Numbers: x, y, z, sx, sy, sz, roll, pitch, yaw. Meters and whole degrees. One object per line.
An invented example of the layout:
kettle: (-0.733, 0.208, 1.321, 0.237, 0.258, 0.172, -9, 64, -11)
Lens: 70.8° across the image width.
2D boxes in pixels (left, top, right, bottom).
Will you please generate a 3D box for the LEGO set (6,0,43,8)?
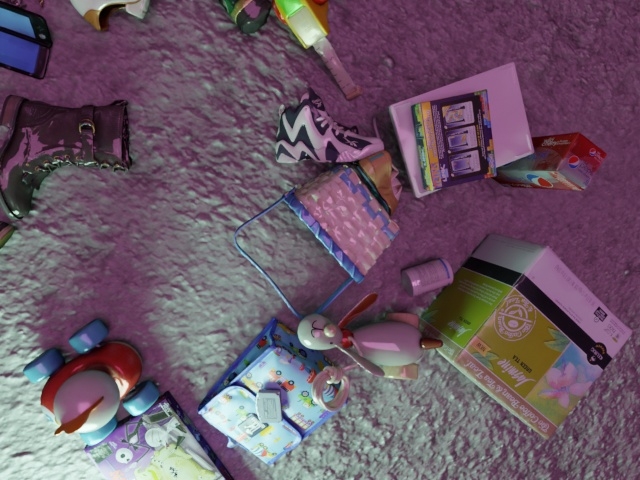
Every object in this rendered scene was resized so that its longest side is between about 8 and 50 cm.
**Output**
LEGO set: (-0.578, -0.467, 0.859, 0.083, 0.023, 0.054, -22, 102, -8)

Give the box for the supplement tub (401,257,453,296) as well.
supplement tub: (0.258, 0.088, 1.088, 0.107, 0.071, 0.071, -16, 101, -9)

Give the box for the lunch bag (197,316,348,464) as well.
lunch bag: (-0.120, 0.366, 1.036, 0.221, 0.138, 0.293, 40, 101, -14)

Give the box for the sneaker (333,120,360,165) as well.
sneaker: (0.074, -0.217, 1.012, 0.170, 0.051, 0.089, 16, 95, -2)

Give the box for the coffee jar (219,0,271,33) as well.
coffee jar: (-0.177, -0.511, 0.899, 0.079, 0.096, 0.184, -40, 104, -1)

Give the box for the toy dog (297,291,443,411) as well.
toy dog: (0.130, 0.220, 0.970, 0.334, 0.161, 0.220, -8, 80, -40)

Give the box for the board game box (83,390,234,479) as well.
board game box: (-0.347, 0.544, 1.041, 0.208, 0.056, 0.347, -31, 103, -2)

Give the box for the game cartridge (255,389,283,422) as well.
game cartridge: (-0.111, 0.355, 0.965, 0.056, 0.017, 0.083, -1, 112, 2)

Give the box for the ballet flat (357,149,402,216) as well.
ballet flat: (0.142, -0.117, 0.964, 0.073, 0.232, 0.080, -37, 67, 4)

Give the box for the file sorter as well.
file sorter: (0.278, -0.237, 0.993, 0.278, 0.173, 0.193, -21, 103, -8)

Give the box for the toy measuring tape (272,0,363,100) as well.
toy measuring tape: (-0.002, -0.458, 0.951, 0.121, 0.121, 0.330, -45, 121, -3)

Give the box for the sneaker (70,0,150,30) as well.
sneaker: (-0.338, -0.508, 0.860, 0.290, 0.106, 0.123, -28, 109, 11)

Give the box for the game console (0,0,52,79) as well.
game console: (-0.585, -0.382, 0.848, 0.122, 0.107, 0.071, 16, 66, -14)

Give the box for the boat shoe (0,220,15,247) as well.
boat shoe: (-0.704, 0.035, 0.876, 0.223, 0.080, 0.073, -42, 109, 1)

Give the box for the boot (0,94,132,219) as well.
boot: (-0.495, -0.161, 0.886, 0.229, 0.091, 0.263, 6, 95, -12)

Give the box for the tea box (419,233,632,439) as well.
tea box: (0.469, 0.215, 1.072, 0.329, 0.220, 0.323, 39, 90, -14)

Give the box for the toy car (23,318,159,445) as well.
toy car: (-0.468, 0.314, 0.883, 0.210, 0.238, 0.219, -34, 103, -5)

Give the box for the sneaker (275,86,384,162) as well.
sneaker: (0.014, -0.244, 0.942, 0.235, 0.094, 0.153, 3, 107, 23)

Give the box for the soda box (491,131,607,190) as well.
soda box: (0.480, -0.172, 0.997, 0.083, 0.263, 0.092, 30, 91, -16)

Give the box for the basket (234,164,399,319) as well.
basket: (0.000, 0.000, 0.954, 0.289, 0.201, 0.255, -39, 106, -4)

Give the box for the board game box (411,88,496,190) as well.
board game box: (0.263, -0.195, 0.883, 0.141, 0.048, 0.170, -13, 102, -7)
